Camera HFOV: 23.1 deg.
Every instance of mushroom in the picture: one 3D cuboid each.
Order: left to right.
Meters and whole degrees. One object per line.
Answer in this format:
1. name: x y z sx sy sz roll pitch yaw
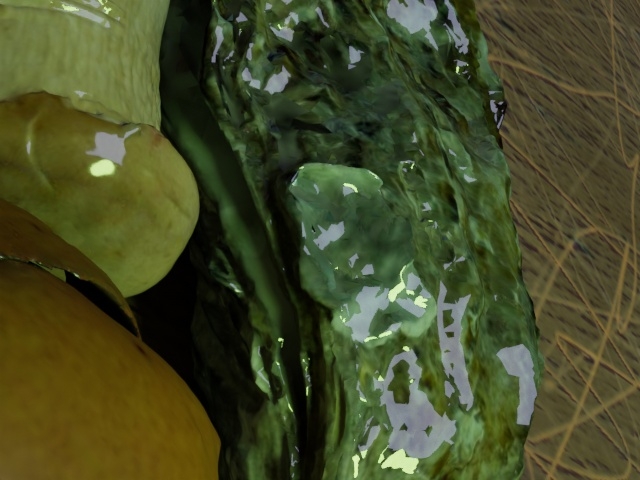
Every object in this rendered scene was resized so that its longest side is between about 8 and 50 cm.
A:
1. mushroom: -0.108 -0.142 0.582 0.122 0.095 0.351 12 54 -35

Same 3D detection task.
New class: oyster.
1. oyster: 0.003 0.005 0.615 0.162 0.158 0.351 9 61 -12

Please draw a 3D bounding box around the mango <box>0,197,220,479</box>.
1. mango: -0.112 0.105 0.312 0.201 0.152 0.287 57 30 -24
